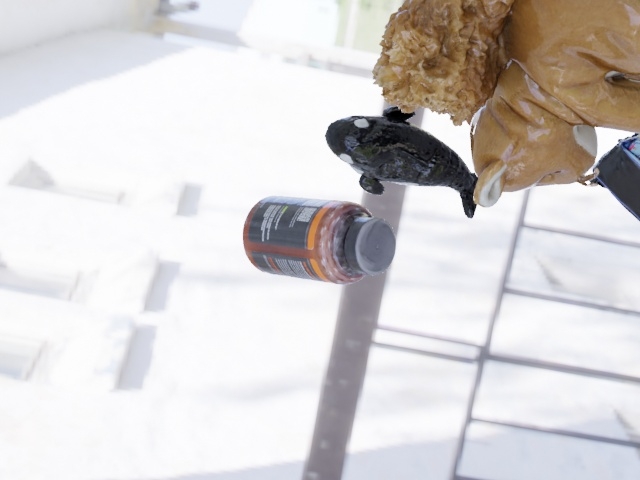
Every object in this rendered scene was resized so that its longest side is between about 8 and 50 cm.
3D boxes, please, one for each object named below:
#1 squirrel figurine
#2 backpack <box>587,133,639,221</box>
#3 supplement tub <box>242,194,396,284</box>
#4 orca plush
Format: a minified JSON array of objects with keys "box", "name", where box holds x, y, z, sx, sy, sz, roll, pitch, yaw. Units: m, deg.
[{"box":[0.249,-0.226,1.460,0.370,0.396,0.281,122,154,-44],"name":"squirrel figurine"},{"box":[0.528,-0.105,1.880,0.117,0.158,0.173,-50,-12,34],"name":"backpack"},{"box":[0.000,0.000,1.483,0.198,0.106,0.106,8,87,46],"name":"supplement tub"},{"box":[0.145,-0.110,1.877,0.151,0.287,0.102,-50,26,10],"name":"orca plush"}]
